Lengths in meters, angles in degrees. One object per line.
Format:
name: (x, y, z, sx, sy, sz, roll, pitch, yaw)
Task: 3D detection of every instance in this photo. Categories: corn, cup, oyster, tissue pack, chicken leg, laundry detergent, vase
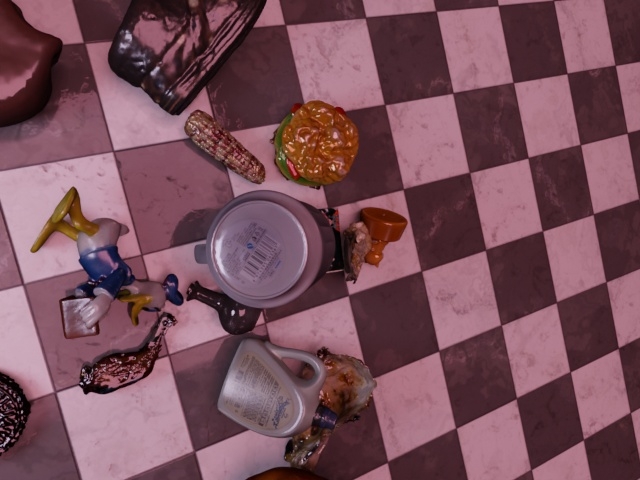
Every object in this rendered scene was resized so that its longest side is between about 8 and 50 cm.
corn: (-0.229, -0.225, 1.269, 0.237, 0.079, 0.079, 37, 76, -21)
cup: (-0.139, 0.017, 1.153, 0.323, 0.327, 0.236, -5, 91, 8)
oyster: (0.015, 0.446, 1.310, 0.133, 0.198, 0.336, 33, 82, -54)
tissue pack: (0.001, 0.001, 1.355, 0.103, 0.090, 0.170, -7, 93, -26)
chicken leg: (-0.429, 0.269, 1.190, 0.253, 0.051, 0.106, -39, 99, -22)
laundry detergent: (-0.086, 0.364, 1.236, 0.281, 0.105, 0.214, 16, 76, 14)
oyster: (0.097, 0.028, 1.341, 0.081, 0.191, 0.163, -2, 79, 1)
vase: (-0.234, 0.152, 1.247, 0.183, 0.120, 0.120, 25, 79, -7)

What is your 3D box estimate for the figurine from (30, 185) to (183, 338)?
figurine: (-0.442, 0.086, 1.115, 0.338, 0.205, 0.283, 29, 52, -33)

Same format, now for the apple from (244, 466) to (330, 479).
apple: (-0.045, 0.700, 1.207, 0.329, 0.295, 0.364, -40, 111, -9)

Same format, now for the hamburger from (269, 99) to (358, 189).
hamburger: (-0.004, -0.252, 1.326, 0.237, 0.149, 0.236, 0, 89, -22)

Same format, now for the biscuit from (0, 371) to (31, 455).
biscuit: (-0.708, 0.362, 1.063, 0.195, 0.053, 0.194, 0, 90, -23)

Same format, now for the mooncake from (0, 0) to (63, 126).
mooncake: (-0.689, -0.402, 1.014, 0.326, 0.174, 0.333, 21, 79, -24)

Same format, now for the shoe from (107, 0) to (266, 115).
shoe: (-0.309, -0.496, 1.182, 0.237, 0.171, 0.384, 39, 83, -23)

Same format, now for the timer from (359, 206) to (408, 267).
timer: (0.158, 0.000, 1.425, 0.132, 0.132, 0.152, 4, 112, -24)
